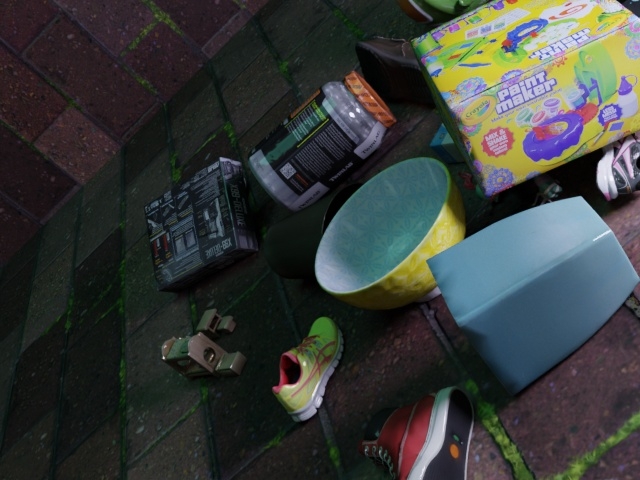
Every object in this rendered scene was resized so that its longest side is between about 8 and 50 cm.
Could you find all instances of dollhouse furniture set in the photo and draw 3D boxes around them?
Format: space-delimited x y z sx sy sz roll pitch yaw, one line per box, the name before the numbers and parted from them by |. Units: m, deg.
dollhouse furniture set | -0.230 0.199 1.827 0.181 0.101 0.161 -15 41 46

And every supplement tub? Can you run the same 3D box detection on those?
supplement tub | 0.006 -0.224 1.941 0.316 0.193 0.194 -40 28 15

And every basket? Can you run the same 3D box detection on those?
basket | 0.000 0.000 1.715 0.226 0.154 0.204 -18 38 50

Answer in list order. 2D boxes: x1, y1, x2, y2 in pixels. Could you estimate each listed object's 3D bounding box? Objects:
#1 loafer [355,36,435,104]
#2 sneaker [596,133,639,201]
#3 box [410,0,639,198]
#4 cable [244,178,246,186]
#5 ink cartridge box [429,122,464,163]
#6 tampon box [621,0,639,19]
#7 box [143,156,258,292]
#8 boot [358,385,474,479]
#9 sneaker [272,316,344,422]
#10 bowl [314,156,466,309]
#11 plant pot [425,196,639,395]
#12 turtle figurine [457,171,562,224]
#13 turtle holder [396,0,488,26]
loafer | 0.208 -0.400 1.985 0.130 0.134 0.366 -30 34 -16
sneaker | 0.472 -0.131 1.311 0.077 0.072 0.178 -6 50 29
box | 0.328 -0.257 1.350 0.289 0.177 0.279 -24 32 8
cable | -0.316 -0.097 2.348 0.257 0.089 0.257 -45 27 6
ink cartridge box | 0.307 -0.208 1.634 0.180 0.060 0.104 1 54 56
tampon box | 0.543 -0.326 1.403 0.120 0.101 0.161 -39 28 15
box | -0.305 -0.033 2.144 0.307 0.076 0.243 -28 66 34
boot | 0.112 0.326 1.198 0.176 0.088 0.244 -25 27 37
sneaker | -0.025 0.212 1.527 0.081 0.094 0.209 -24 34 41
bowl | 0.147 0.016 1.467 0.289 0.156 0.290 -35 29 23
plant pot | 0.304 0.060 1.194 0.234 0.166 0.165 -33 30 10
turtle figurine | 0.333 -0.118 1.434 0.234 0.118 0.175 -47 27 -10
turtle holder | 0.299 -0.657 2.041 0.320 0.243 0.227 -67 15 -17
